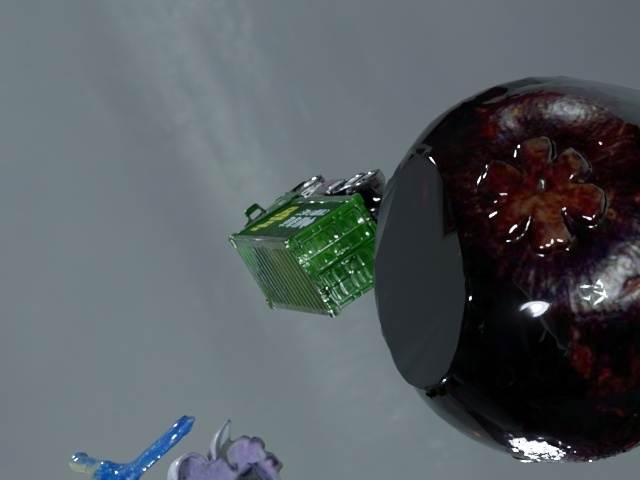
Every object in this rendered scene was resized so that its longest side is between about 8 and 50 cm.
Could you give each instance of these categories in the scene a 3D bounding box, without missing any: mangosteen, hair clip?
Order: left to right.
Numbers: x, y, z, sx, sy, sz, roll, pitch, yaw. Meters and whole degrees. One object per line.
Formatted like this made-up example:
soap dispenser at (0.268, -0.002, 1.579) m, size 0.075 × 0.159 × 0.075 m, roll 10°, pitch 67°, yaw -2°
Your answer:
hair clip at (-0.077, 0.221, 1.470) m, size 0.052 × 0.195 × 0.124 m, roll -11°, pitch 115°, yaw 31°
mangosteen at (0.158, 0.030, 1.292) m, size 0.287 × 0.233 × 0.287 m, roll 174°, pitch 90°, yaw -68°

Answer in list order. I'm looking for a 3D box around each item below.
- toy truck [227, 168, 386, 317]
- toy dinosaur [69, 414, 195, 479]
toy truck at (0.000, 0.000, 1.686) m, size 0.088 × 0.121 × 0.259 m, roll 58°, pitch 166°, yaw -10°
toy dinosaur at (-0.227, 0.281, 1.874) m, size 0.075 × 0.247 × 0.188 m, roll 43°, pitch 154°, yaw -14°
